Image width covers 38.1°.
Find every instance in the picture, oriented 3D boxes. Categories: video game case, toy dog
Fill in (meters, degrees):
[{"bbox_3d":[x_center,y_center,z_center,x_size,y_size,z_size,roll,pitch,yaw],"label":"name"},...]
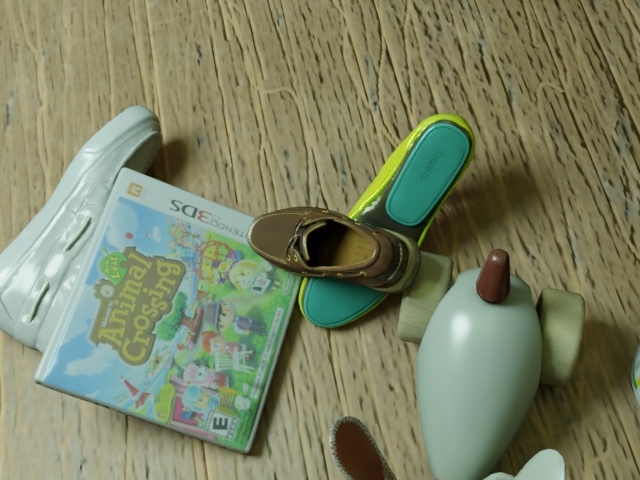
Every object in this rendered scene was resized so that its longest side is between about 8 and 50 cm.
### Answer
[{"bbox_3d":[-0.124,0.060,0.832,0.193,0.023,0.212,21,65,-10],"label":"video game case"},{"bbox_3d":[0.118,0.140,0.722,0.220,0.161,0.334,-7,62,4],"label":"toy dog"}]

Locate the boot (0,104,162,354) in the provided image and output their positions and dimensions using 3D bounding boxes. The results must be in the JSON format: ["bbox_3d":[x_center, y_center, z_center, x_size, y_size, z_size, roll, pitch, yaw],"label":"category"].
[{"bbox_3d":[-0.203,-0.002,0.893,0.123,0.095,0.258,32,77,13],"label":"boot"}]

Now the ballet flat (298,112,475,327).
[{"bbox_3d":[0.062,-0.019,0.854,0.077,0.077,0.231,33,103,-10],"label":"ballet flat"}]

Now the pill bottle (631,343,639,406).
[{"bbox_3d":[0.312,0.076,0.702,0.117,0.208,0.118,-3,62,6],"label":"pill bottle"}]

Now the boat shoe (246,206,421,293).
[{"bbox_3d":[0.000,0.000,0.794,0.178,0.060,0.064,12,83,40],"label":"boat shoe"}]
